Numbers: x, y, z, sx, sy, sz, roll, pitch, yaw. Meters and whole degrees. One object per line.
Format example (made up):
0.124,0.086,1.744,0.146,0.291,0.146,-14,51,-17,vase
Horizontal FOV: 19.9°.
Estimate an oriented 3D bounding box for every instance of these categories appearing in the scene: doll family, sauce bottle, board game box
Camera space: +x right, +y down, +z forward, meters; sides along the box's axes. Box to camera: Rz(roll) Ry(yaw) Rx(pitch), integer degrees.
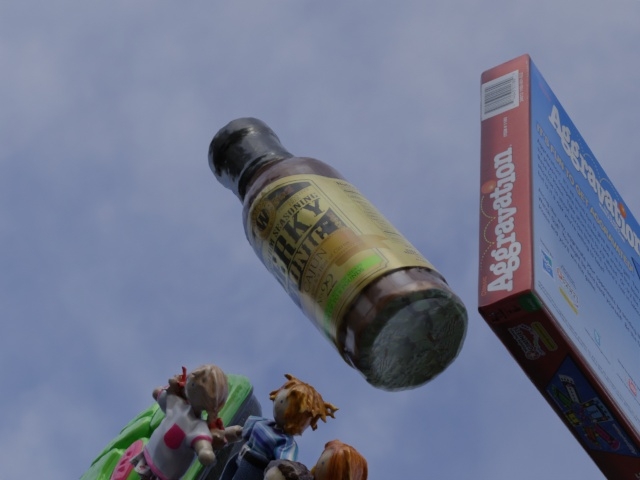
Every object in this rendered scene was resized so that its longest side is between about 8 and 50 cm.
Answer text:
-0.044,0.186,1.352,0.118,0.263,0.163,28,-83,-31,doll family
0.000,0.000,1.606,0.344,0.111,0.111,46,-43,48,sauce bottle
0.146,0.062,0.811,0.027,0.145,0.281,-21,-51,25,board game box

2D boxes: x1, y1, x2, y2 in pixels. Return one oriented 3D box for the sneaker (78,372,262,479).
-0.135,0.350,1.611,0.202,0.482,0.185,27,-24,-33,sneaker
